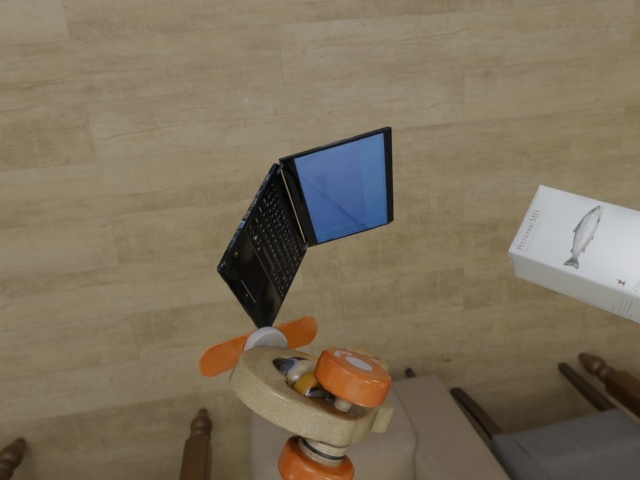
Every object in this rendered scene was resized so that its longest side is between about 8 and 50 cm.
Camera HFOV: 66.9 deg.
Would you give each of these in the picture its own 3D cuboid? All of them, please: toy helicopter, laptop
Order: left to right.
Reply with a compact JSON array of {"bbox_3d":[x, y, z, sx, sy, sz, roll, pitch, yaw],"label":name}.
[{"bbox_3d":[-0.002,0.183,0.665,0.234,0.355,0.140,22,93,24],"label":"toy helicopter"},{"bbox_3d":[0.000,0.000,0.695,0.136,0.234,0.265,15,63,18],"label":"laptop"}]

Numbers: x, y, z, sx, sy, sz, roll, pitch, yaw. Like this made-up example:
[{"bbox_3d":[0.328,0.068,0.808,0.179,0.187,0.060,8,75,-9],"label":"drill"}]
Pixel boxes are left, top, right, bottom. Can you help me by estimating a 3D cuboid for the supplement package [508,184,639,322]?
[{"bbox_3d":[0.350,0.018,0.614,0.105,0.179,0.105,-62,147,-7],"label":"supplement package"}]
